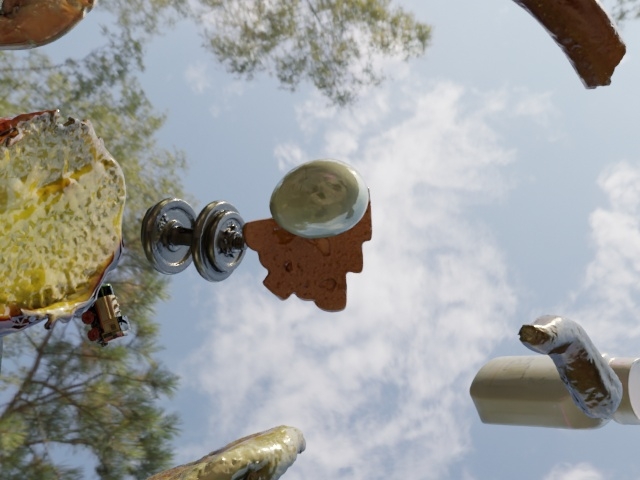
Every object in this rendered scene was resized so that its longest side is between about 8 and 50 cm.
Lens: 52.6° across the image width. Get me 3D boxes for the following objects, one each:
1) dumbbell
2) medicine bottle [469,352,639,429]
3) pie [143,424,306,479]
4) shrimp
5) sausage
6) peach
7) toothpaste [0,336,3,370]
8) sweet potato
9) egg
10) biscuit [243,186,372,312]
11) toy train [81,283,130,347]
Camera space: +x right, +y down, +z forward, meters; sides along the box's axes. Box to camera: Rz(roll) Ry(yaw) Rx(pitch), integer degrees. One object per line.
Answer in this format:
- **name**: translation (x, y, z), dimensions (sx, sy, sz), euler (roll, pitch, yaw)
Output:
- **dumbbell**: translation (-0.295, -0.004, 1.524), dimensions (0.290, 0.192, 0.191), euler (6, -108, 27)
- **medicine bottle**: translation (0.420, 0.262, 1.133), dimensions (0.161, 0.296, 0.111), euler (-30, -82, -41)
- **pie**: translation (-0.168, 0.330, 0.866), dimensions (0.338, 0.337, 0.075), euler (-27, -98, 0)
- **shrimp**: translation (-0.379, -0.249, 0.723), dimensions (0.164, 0.062, 0.317), euler (33, -121, 15)
- **sausage**: translation (0.294, -0.329, 0.873), dimensions (0.302, 0.103, 0.076), euler (44, -126, 5)
- **peach**: translation (-0.508, -0.035, 1.022), dimensions (0.417, 0.338, 0.353), euler (-16, -150, -24)
- **toothpaste**: translation (-0.653, 0.182, 1.280), dimensions (0.078, 0.047, 0.247), euler (26, -63, 19)
- **sweet potato**: translation (0.320, 0.150, 0.825), dimensions (0.062, 0.233, 0.081), euler (-26, -143, 32)
- **egg**: translation (-0.007, -0.078, 1.246), dimensions (0.209, 0.151, 0.151), euler (-10, -112, 31)
- **biscuit**: translation (0.000, 0.000, 1.388), dimensions (0.284, 0.043, 0.306), euler (44, -95, -7)
- **toy train**: translation (-0.465, 0.156, 1.391), dimensions (0.087, 0.050, 0.137), euler (-22, -100, 13)
